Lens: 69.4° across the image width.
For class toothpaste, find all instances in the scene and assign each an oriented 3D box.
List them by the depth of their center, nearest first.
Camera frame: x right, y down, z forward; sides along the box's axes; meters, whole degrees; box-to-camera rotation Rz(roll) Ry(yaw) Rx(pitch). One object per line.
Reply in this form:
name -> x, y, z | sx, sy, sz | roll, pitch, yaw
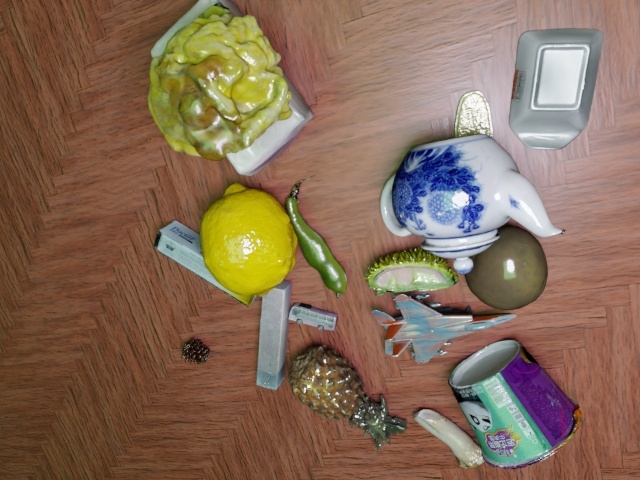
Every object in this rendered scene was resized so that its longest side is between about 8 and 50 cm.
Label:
toothpaste -> -0.298, 0.061, 1.258 | 0.313, 0.089, 0.071 | 31, 121, 4

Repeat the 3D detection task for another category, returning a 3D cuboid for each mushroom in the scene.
mushroom -> 0.343, 0.523, 1.235 | 0.209, 0.071, 0.084 | 41, 146, 4

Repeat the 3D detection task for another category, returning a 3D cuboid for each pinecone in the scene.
pinecone -> -0.372, 0.334, 1.378 | 0.083, 0.077, 0.077 | 27, 113, 1

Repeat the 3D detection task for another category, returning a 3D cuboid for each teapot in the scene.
teapot -> 0.275, -0.066, 0.941 | 0.424, 0.253, 0.279 | 3, 106, 54

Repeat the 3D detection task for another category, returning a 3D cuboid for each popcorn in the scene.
popcorn -> -0.185, -0.285, 0.871 | 0.293, 0.237, 0.292 | 6, 112, 16

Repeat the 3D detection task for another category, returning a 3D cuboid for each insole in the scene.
insole -> 0.342, -0.201, 1.020 | 0.081, 0.011, 0.247 | -7, 106, 18

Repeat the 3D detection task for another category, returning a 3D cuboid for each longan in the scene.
longan -> 0.404, 0.061, 1.008 | 0.189, 0.189, 0.189 | 5, 109, 15

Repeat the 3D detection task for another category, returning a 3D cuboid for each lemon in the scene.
lemon -> -0.176, 0.001, 1.127 | 0.234, 0.233, 0.287 | -9, 95, 19

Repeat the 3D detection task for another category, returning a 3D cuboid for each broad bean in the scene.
broad bean -> -0.010, 0.003, 1.170 | 0.098, 0.056, 0.317 | -15, 101, 21

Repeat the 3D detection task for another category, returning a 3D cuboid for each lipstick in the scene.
lipstick -> -0.129, 0.262, 1.284 | 0.066, 0.068, 0.317 | 11, 111, 14

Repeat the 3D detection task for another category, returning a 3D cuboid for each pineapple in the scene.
pineapple -> 0.074, 0.433, 1.246 | 0.175, 0.175, 0.361 | -35, 110, 24

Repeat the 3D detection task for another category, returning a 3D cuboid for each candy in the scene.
candy -> -0.190, -0.351, 1.057 | 0.208, 0.145, 0.358 | -35, 96, 22

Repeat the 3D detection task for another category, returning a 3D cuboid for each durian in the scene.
durian -> 0.205, 0.065, 1.099 | 0.221, 0.095, 0.137 | -17, 128, 25

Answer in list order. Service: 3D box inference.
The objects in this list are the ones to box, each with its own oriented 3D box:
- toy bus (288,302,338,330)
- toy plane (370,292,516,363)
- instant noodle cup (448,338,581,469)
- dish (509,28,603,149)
toy bus -> -0.019, 0.206, 1.250 | 0.131, 0.037, 0.052 | 14, 109, 11
toy plane -> 0.296, 0.199, 1.116 | 0.327, 0.104, 0.222 | -15, 114, 13
instant noodle cup -> 0.429, 0.361, 1.068 | 0.251, 0.251, 0.190 | -35, 87, 24
dish -> 0.468, -0.297, 0.922 | 0.154, 0.064, 0.234 | 4, 110, 15
